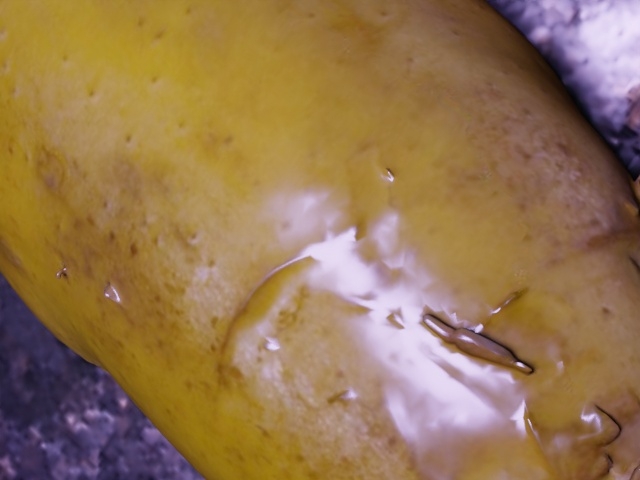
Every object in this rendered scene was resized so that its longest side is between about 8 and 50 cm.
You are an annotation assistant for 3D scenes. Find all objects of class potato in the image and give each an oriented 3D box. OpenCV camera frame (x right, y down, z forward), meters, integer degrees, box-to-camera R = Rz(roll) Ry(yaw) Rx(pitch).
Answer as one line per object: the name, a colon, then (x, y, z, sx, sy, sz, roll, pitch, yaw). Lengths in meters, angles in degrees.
potato: (0.000, 0.000, 0.460, 0.300, 0.140, 0.173, 42, 114, 20)
